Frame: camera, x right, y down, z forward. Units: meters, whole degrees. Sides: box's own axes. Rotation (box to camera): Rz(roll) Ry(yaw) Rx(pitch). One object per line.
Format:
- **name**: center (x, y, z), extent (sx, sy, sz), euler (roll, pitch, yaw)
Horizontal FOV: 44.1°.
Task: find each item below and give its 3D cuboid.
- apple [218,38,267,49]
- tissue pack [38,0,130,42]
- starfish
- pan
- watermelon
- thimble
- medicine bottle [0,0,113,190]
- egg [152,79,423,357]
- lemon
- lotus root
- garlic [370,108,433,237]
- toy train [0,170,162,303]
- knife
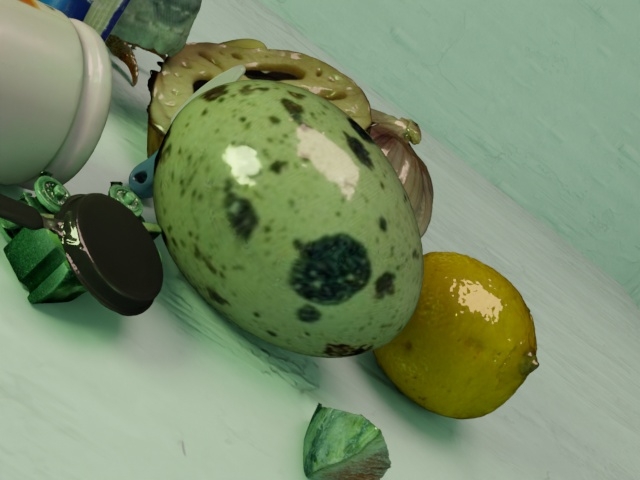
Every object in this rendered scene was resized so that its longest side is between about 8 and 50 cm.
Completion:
- **apple**: center (-0.163, -0.287, 1.497), extent (0.200, 0.200, 0.200), euler (35, 20, -14)
- **tissue pack**: center (-0.383, -0.357, 1.092), extent (0.209, 0.269, 0.137), euler (45, 20, 12)
- **starfish**: center (-0.400, -0.428, 1.446), extent (0.293, 0.084, 0.301), euler (51, 19, -36)
- **pan**: center (-0.231, -0.007, 0.746), extent (0.235, 0.028, 0.136), euler (31, 34, -50)
- **watermelon**: center (0.028, 0.224, 0.840), extent (0.094, 0.081, 0.180), euler (21, -17, 3)
- **thimble**: center (-0.308, -0.400, 1.244), extent (0.250, 0.172, 0.205), euler (26, 12, 13)
- **medicine bottle**: center (-0.390, -0.176, 0.778), extent (0.316, 0.202, 0.202), euler (16, 30, -51)
- **egg**: center (-0.038, -0.025, 0.969), extent (0.379, 0.287, 0.287), euler (46, 20, 14)
- **lemon**: center (0.185, 0.130, 1.144), extent (0.253, 0.228, 0.228), euler (44, 19, 16)
- **lotus root**: center (-0.108, -0.198, 1.277), extent (0.390, 0.111, 0.375), euler (-28, 63, -38)
- **garlic**: center (0.095, -0.124, 1.575), extent (0.322, 0.241, 0.322), euler (19, 43, -19)
- **toy train**: center (-0.248, 0.002, 0.847), extent (0.132, 0.083, 0.200), euler (58, 24, 17)
- **knife**: center (-0.190, -0.163, 1.116), extent (0.058, 0.244, 0.032), euler (22, -20, 28)
